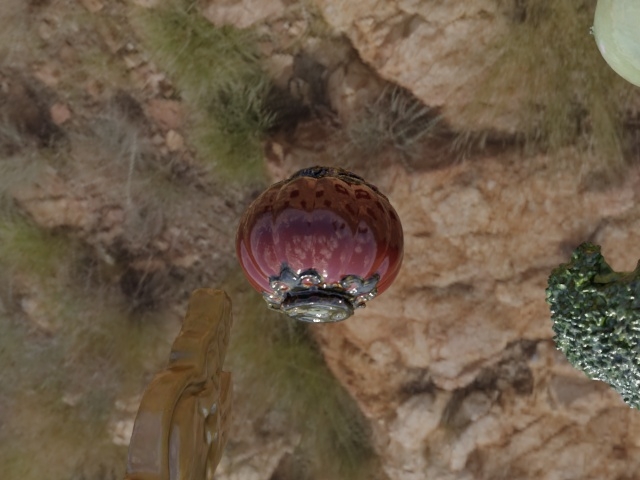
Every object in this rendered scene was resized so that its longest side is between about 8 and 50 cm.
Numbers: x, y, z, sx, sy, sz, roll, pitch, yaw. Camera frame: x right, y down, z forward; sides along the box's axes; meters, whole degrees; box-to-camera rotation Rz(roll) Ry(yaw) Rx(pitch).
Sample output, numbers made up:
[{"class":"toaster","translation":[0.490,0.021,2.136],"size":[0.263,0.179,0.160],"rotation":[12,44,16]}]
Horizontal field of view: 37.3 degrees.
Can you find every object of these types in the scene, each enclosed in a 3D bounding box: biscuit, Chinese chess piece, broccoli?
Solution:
[{"class":"biscuit","translation":[-0.088,0.133,0.587],"size":[0.040,0.236,0.144],"rotation":[1,122,7]},{"class":"Chinese chess piece","translation":[0.611,-0.406,1.544],"size":[0.146,0.349,0.349],"rotation":[46,145,35]},{"class":"broccoli","translation":[0.445,0.112,1.275],"size":[0.288,0.260,0.235],"rotation":[43,106,7]}]

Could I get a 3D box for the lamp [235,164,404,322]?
[{"class":"lamp","translation":[0.000,0.000,1.260],"size":[0.227,0.227,0.227],"rotation":[10,132,12]}]
